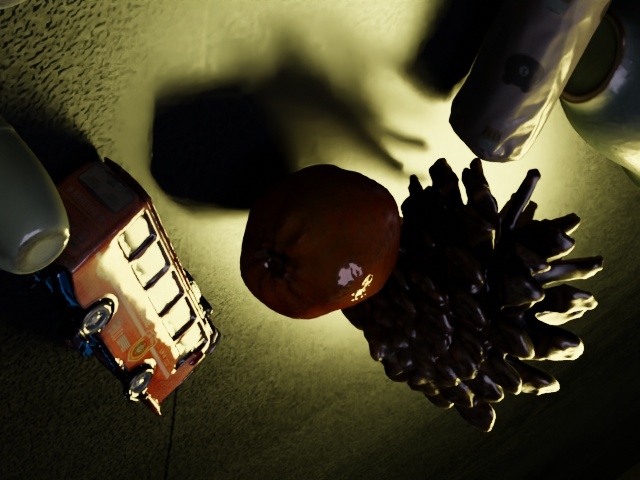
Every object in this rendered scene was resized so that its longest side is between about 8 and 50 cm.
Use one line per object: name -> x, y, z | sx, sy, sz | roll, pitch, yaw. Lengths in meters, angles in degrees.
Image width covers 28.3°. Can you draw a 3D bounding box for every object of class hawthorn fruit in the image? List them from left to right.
hawthorn fruit -> 0.000, 0.000, 0.947 | 0.128, 0.128, 0.128 | -32, 153, -19

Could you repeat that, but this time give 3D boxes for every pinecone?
pinecone -> 0.129, 0.037, 1.060 | 0.229, 0.202, 0.201 | -9, -128, 62

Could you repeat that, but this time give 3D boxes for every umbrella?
umbrella -> 0.183, -0.197, 0.933 | 0.067, 0.073, 0.337 | -20, 147, -39

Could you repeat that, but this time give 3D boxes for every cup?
cup -> 0.271, -0.138, 1.058 | 0.150, 0.199, 0.199 | 11, 126, -35

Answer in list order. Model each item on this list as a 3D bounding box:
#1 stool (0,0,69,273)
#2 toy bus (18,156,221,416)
stool -> -0.213, -0.074, 0.444 | 0.195, 0.199, 0.195 | -27, 149, -26
toy bus -> -0.134, 0.039, 0.873 | 0.096, 0.073, 0.235 | -43, 154, -13
